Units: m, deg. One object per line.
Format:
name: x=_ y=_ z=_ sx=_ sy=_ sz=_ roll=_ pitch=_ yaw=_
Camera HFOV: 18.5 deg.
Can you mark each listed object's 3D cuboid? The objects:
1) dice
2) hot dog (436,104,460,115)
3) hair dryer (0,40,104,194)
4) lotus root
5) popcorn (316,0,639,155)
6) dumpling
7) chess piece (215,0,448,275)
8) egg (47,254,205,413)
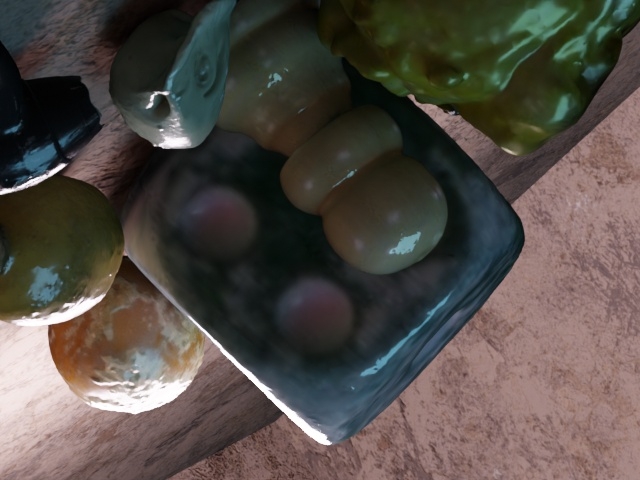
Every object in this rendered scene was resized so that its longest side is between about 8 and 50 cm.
dice: x=0.000 y=0.000 z=2.171 sx=0.328 sy=0.348 sz=0.330 roll=-46 pitch=171 yaw=-4
hot dog: x=0.157 y=-0.210 z=2.230 sx=0.194 sy=0.107 sz=0.326 roll=-22 pitch=156 yaw=28
hair dryer: x=-0.299 y=-0.113 z=1.581 sx=0.236 sy=0.091 sz=0.271 roll=-25 pitch=154 yaw=-12
lotus root: x=-0.269 y=0.008 z=1.929 sx=0.131 sy=0.146 sz=0.303 roll=-6 pitch=-179 yaw=14
popcorn: x=0.154 y=-0.245 z=1.874 sx=0.312 sy=0.312 sz=0.312 roll=-36 pitch=169 yaw=-8
dumpling: x=-0.138 y=-0.161 z=1.801 sx=0.108 sy=0.152 sz=0.219 roll=7 pitch=171 yaw=-9
chess piece: x=0.005 y=-0.099 z=1.941 sx=0.167 sy=0.299 sz=0.167 roll=-36 pitch=168 yaw=-9
egg: x=-0.233 y=0.110 z=2.355 sx=0.195 sy=0.195 sz=0.233 roll=-38 pitch=159 yaw=1
